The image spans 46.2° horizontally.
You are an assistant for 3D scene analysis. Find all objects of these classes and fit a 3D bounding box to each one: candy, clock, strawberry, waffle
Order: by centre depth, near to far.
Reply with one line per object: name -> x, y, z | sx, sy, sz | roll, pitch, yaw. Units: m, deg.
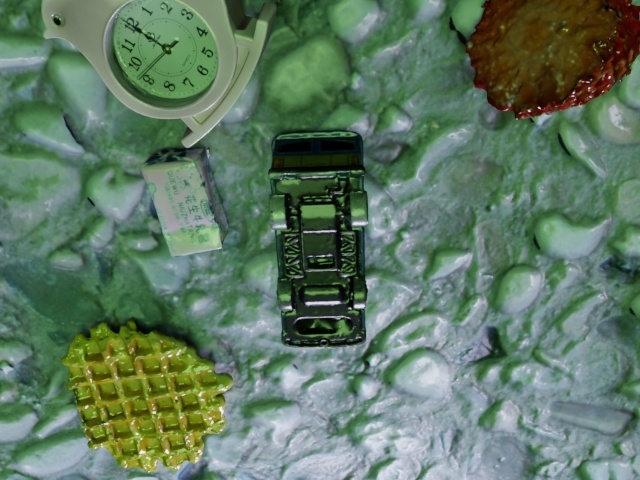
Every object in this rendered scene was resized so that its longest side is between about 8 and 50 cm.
clock -> -0.196, -0.303, 0.979 | 0.275, 0.080, 0.290 | 34, 121, -16
strawberry -> 0.323, -0.261, 0.994 | 0.178, 0.234, 0.234 | 10, 122, -41
candy -> -0.198, -0.060, 1.133 | 0.092, 0.073, 0.160 | -8, 118, 9
waffle -> -0.315, 0.283, 1.322 | 0.307, 0.060, 0.312 | 23, 114, -10

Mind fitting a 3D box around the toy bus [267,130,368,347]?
toy bus -> 0.000, 0.000, 1.105 | 0.138, 0.175, 0.288 | -2, 118, 1

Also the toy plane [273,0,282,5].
toy plane -> -0.093, -0.379, 0.986 | 0.145, 0.037, 0.060 | 36, 115, -17
